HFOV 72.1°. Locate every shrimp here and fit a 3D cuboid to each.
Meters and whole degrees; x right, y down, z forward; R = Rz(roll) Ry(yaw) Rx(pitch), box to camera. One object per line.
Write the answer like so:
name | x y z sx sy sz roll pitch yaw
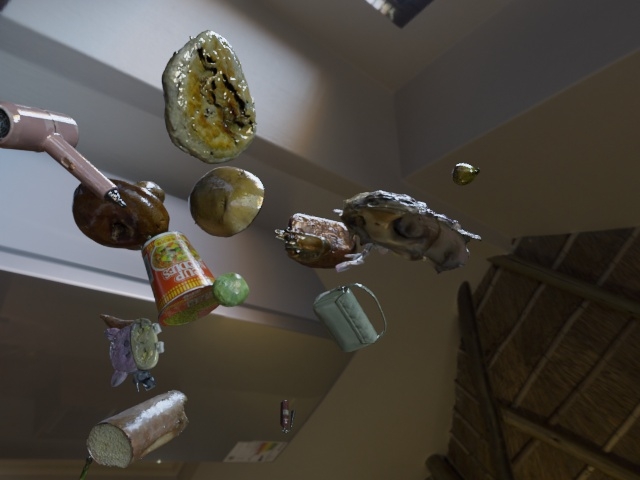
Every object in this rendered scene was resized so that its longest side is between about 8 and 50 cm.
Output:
shrimp | -0.044 0.012 0.998 0.099 0.180 0.041 -26 -121 29

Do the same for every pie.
pie | -0.263 -0.350 1.097 0.077 0.339 0.338 4 -106 23

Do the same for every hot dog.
hot dog | 0.000 0.000 1.614 0.122 0.272 0.196 137 -41 -61

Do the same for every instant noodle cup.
instant noodle cup | -0.384 0.095 1.192 0.193 0.193 0.212 -49 -117 30

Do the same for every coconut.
coconut | -0.222 0.122 1.091 0.087 0.088 0.096 -57 172 19

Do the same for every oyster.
oyster | 0.188 -0.028 0.928 0.100 0.271 0.275 -49 -175 -32

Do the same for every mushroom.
mushroom | -0.573 -0.092 1.259 0.267 0.267 0.254 -50 -135 28

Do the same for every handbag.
handbag | 0.115 0.265 1.545 0.219 0.256 0.079 -24 -162 21

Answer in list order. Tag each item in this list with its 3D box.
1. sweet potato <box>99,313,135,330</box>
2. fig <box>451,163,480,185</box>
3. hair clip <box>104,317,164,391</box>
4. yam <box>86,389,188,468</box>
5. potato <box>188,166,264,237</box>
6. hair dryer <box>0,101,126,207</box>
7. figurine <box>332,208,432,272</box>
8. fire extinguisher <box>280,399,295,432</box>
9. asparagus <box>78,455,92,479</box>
sweet potato | -0.537 0.251 1.242 0.226 0.068 0.068 29 -80 17
fig | 0.503 -0.228 1.510 0.098 0.084 0.082 4 -114 34
hair clip | -0.462 0.285 1.108 0.146 0.056 0.187 -23 -106 1
yam | -0.443 0.469 1.105 0.129 0.238 0.128 34 -79 16
potato | -0.308 -0.141 1.352 0.299 0.116 0.239 25 -107 41
hair dryer | -0.590 -0.189 1.028 0.106 0.344 0.189 -53 174 12
figurine | 0.212 -0.019 1.460 0.316 0.284 0.206 -11 -94 45
fire extinguisher | -0.096 0.521 1.284 0.032 0.046 0.100 -29 -142 20
asparagus | -0.572 0.574 1.049 0.018 0.015 0.127 21 -91 56
